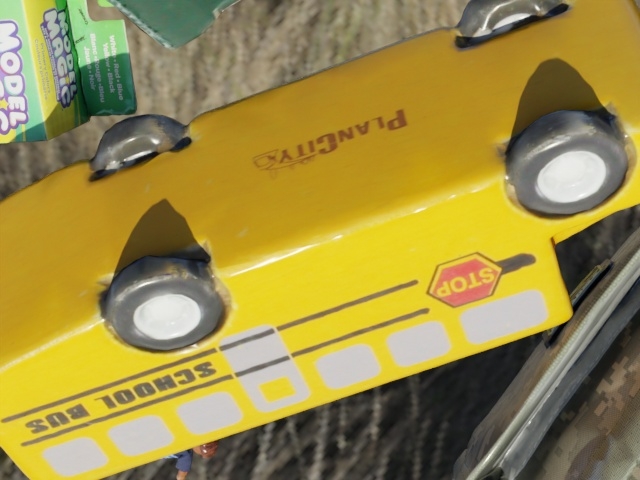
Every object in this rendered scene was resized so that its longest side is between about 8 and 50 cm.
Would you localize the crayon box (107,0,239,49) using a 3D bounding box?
[{"bbox_3d":[-0.005,-0.234,0.440,0.202,0.081,0.318,-29,48,23],"label":"crayon box"}]

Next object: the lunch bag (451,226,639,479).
[{"bbox_3d":[0.191,0.080,0.697,0.235,0.169,0.287,-53,29,4],"label":"lunch bag"}]

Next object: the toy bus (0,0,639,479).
[{"bbox_3d":[0.000,0.000,0.689,0.332,0.130,0.108,-19,46,7],"label":"toy bus"}]

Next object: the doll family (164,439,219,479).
[{"bbox_3d":[-0.158,0.136,1.394,0.111,0.193,0.076,-6,38,21],"label":"doll family"}]

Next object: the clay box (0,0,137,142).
[{"bbox_3d":[-0.211,-0.115,0.794,0.222,0.127,0.053,-1,17,22],"label":"clay box"}]
